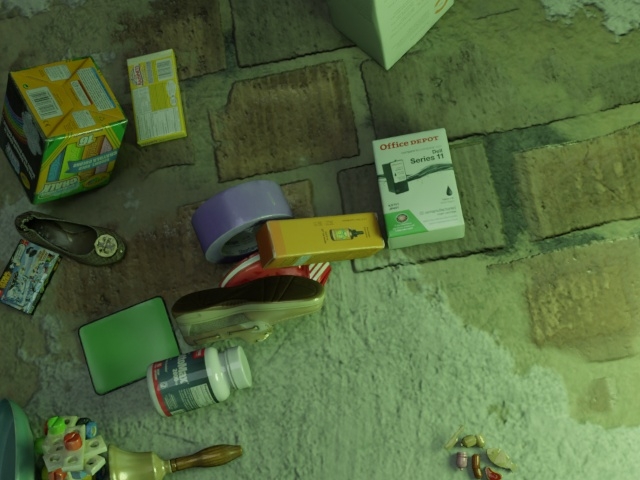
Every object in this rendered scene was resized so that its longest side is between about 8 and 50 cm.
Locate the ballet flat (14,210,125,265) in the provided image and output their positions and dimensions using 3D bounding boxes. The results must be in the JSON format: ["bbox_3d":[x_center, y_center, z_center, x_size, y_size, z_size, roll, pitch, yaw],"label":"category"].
[{"bbox_3d":[-0.520,-0.010,1.940,0.250,0.058,0.084,18,77,13],"label":"ballet flat"}]

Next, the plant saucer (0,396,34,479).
[{"bbox_3d":[-0.569,0.446,1.713,0.043,0.317,0.318,7,70,-29],"label":"plant saucer"}]

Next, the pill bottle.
[{"bbox_3d":[-0.228,0.261,1.787,0.180,0.108,0.108,-17,71,3],"label":"pill bottle"}]

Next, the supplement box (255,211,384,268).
[{"bbox_3d":[0.000,0.000,1.797,0.233,0.080,0.078,-6,71,-23],"label":"supplement box"}]

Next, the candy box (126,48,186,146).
[{"bbox_3d":[-0.352,-0.307,2.022,0.105,0.027,0.206,-13,71,7],"label":"candy box"}]

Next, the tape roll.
[{"bbox_3d":[-0.148,-0.034,1.823,0.189,0.189,0.080,-24,72,1],"label":"tape roll"}]

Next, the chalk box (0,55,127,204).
[{"bbox_3d":[-0.531,-0.203,1.913,0.179,0.289,0.180,-21,70,-33],"label":"chalk box"}]

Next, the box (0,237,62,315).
[{"bbox_3d":[-0.606,0.075,1.943,0.094,0.027,0.137,22,77,13],"label":"box"}]

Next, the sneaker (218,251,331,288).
[{"bbox_3d":[-0.081,0.081,1.833,0.221,0.087,0.128,-31,70,-1],"label":"sneaker"}]

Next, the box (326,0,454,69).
[{"bbox_3d":[0.131,-0.530,1.850,0.168,0.345,0.215,42,83,18],"label":"box"}]

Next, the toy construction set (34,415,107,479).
[{"bbox_3d":[-0.455,0.441,1.685,0.151,0.328,0.215,14,32,1],"label":"toy construction set"}]

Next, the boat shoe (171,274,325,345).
[{"bbox_3d":[-0.129,0.139,1.778,0.302,0.109,0.098,-10,114,14],"label":"boat shoe"}]

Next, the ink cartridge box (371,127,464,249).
[{"bbox_3d":[0.190,-0.102,1.846,0.153,0.087,0.208,-11,71,5],"label":"ink cartridge box"}]

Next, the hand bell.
[{"bbox_3d":[-0.266,0.420,1.763,0.242,0.126,0.126,-10,71,-8],"label":"hand bell"}]

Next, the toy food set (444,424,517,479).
[{"bbox_3d":[0.288,0.397,1.716,0.122,0.019,0.078,41,83,10],"label":"toy food set"}]

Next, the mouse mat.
[{"bbox_3d":[-0.381,0.208,1.880,0.189,0.007,0.153,-21,71,0],"label":"mouse mat"}]
